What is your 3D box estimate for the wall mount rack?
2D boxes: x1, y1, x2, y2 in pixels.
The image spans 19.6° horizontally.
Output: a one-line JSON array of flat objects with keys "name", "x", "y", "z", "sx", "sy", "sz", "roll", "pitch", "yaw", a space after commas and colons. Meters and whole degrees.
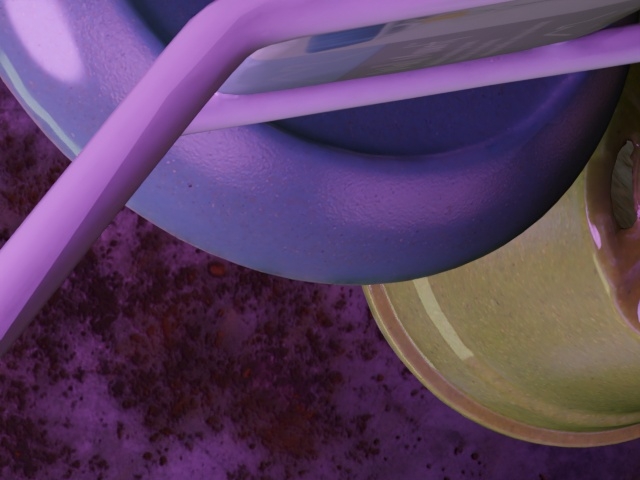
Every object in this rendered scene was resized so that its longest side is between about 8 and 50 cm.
[{"name": "wall mount rack", "x": 0.000, "y": 0.000, "z": 0.438, "sx": 0.350, "sy": 0.304, "sz": 0.131, "roll": 164, "pitch": 94, "yaw": -80}]

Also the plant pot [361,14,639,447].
[{"name": "plant pot", "x": 0.179, "y": -0.020, "z": 0.968, "sx": 0.276, "sy": 0.276, "sz": 0.254, "roll": 48, "pitch": 169, "yaw": -8}]

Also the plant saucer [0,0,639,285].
[{"name": "plant saucer", "x": 0.005, "y": -0.142, "z": 0.718, "sx": 0.317, "sy": 0.317, "sz": 0.043, "roll": 48, "pitch": 148, "yaw": -10}]
